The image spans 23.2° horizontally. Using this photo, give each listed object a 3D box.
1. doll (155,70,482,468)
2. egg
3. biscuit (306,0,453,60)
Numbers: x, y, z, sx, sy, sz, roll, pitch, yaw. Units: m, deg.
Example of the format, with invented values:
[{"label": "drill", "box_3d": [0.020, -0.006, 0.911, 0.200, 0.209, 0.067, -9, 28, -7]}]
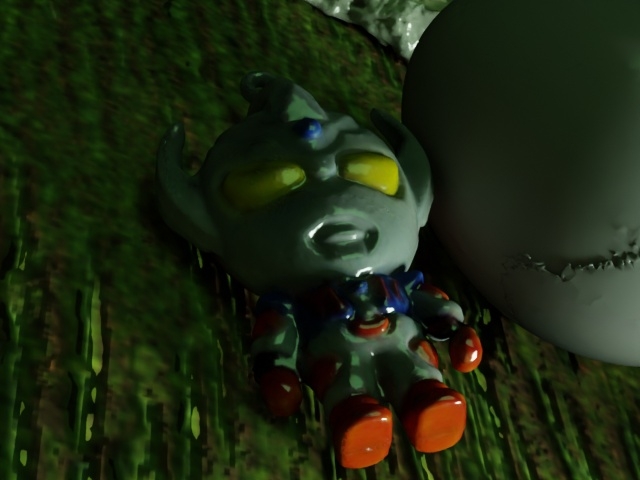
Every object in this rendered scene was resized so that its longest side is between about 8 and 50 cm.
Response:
[{"label": "doll", "box_3d": [-0.001, 0.000, 0.582, 0.104, 0.062, 0.194, -22, 48, 0]}, {"label": "egg", "box_3d": [0.114, -0.034, 0.647, 0.146, 0.146, 0.198, 2, 31, -40]}, {"label": "biscuit", "box_3d": [0.059, -0.148, 0.889, 0.265, 0.040, 0.188, 8, 35, -31]}]
